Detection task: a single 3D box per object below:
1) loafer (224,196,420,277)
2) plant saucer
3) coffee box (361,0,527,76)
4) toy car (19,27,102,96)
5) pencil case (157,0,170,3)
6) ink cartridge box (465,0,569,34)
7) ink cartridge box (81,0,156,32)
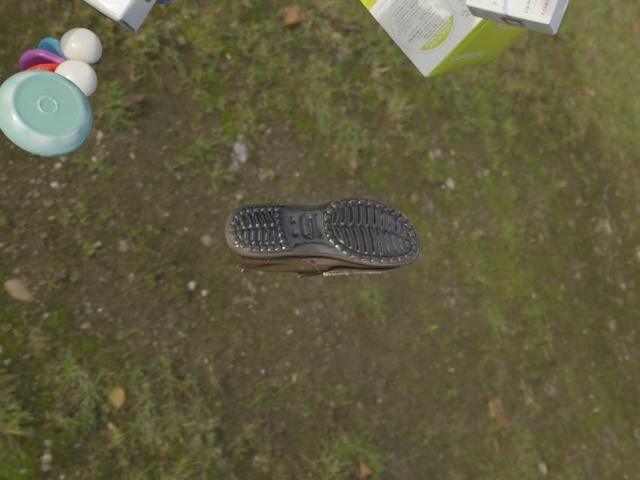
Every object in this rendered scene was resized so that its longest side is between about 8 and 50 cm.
[{"bbox_3d":[0.000,0.000,1.697,0.366,0.130,0.133,5,64,-14],"label":"loafer"},{"bbox_3d":[-0.334,-0.161,1.133,0.119,0.021,0.119,12,63,-25],"label":"plant saucer"},{"bbox_3d":[0.275,-0.551,1.748,0.334,0.338,0.338,51,35,9],"label":"coffee box"},{"bbox_3d":[-0.478,-0.296,1.681,0.136,0.159,0.182,12,54,-19],"label":"toy car"},{"bbox_3d":[-0.359,-0.494,1.487,0.306,0.119,0.133,24,83,-4],"label":"pencil case"},{"bbox_3d":[0.272,-0.339,1.257,0.052,0.123,0.088,18,92,-67],"label":"ink cartridge box"},{"bbox_3d":[-0.185,-0.430,1.016,0.176,0.370,0.069,33,3,7],"label":"ink cartridge box"}]
